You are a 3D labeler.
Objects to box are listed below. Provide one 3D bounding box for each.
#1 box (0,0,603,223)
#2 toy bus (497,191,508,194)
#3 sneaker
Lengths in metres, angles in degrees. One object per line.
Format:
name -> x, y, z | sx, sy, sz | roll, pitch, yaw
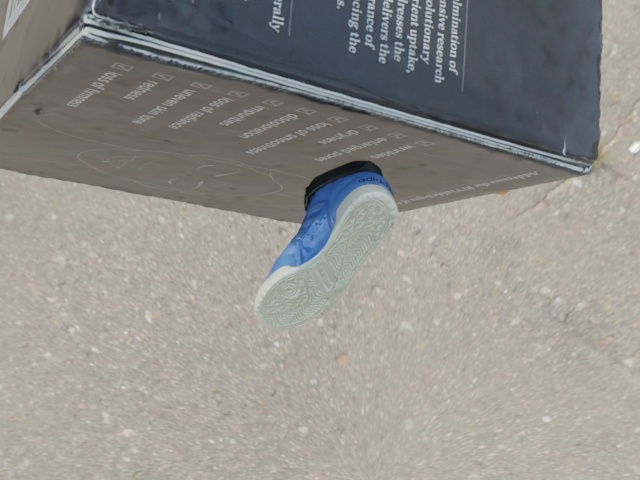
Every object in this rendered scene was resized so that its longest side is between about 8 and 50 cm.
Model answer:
box -> -0.059, -0.208, 0.852 | 0.472, 0.480, 0.297 | 12, 78, -31
toy bus -> 0.243, -0.226, 1.073 | 0.130, 0.332, 0.108 | 20, 42, 25
sneaker -> 0.001, 0.000, 0.675 | 0.058, 0.084, 0.152 | 30, 114, -21
